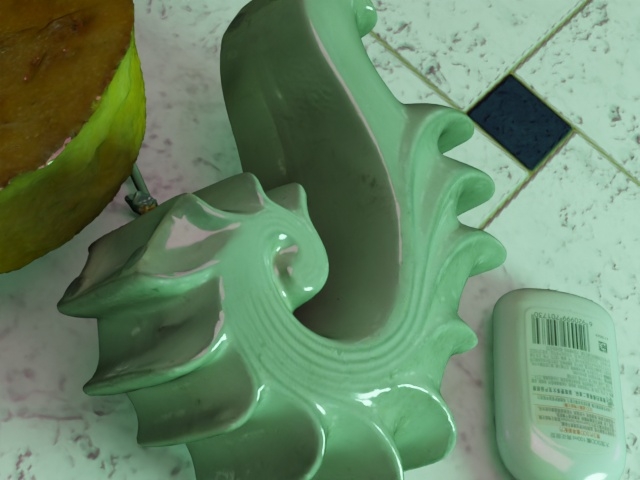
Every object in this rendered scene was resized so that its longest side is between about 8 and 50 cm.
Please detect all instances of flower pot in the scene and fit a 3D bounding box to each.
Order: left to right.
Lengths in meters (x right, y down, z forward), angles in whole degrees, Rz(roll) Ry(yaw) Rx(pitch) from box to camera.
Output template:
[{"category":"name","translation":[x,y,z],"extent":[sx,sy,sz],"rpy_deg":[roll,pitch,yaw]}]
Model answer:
[{"category":"flower pot","translation":[0.000,0.000,0.780],"extent":[0.254,0.164,0.367],"rpy_deg":[42,50,-22]}]

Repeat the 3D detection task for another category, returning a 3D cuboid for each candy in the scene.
[{"category":"candy","translation":[-0.131,-0.031,0.861],"extent":[0.060,0.060,0.201],"rpy_deg":[-14,58,-28]}]

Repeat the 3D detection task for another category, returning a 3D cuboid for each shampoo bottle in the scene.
[{"category":"shampoo bottle","translation":[0.186,0.144,0.868],"extent":[0.108,0.051,0.221],"rpy_deg":[13,57,-15]}]

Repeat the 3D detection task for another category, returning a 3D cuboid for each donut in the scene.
[{"category":"donut","translation":[-0.244,-0.083,0.755],"extent":[0.278,0.108,0.277],"rpy_deg":[-6,51,8]}]
